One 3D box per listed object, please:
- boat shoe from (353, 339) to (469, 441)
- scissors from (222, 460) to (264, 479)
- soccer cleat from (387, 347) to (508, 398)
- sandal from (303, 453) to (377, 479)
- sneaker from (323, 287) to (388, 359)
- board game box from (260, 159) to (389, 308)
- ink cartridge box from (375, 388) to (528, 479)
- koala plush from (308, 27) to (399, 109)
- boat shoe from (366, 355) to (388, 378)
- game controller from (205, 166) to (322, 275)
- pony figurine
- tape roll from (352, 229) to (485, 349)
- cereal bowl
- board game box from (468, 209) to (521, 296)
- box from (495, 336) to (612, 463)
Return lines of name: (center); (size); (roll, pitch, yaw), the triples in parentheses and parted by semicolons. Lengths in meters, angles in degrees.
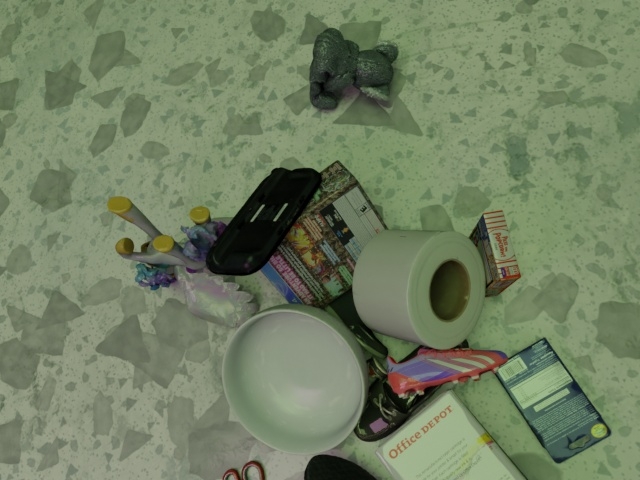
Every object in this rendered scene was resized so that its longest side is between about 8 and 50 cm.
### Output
boat shoe: (0.194, 0.322, 1.130); (0.335, 0.095, 0.112); (-43, 69, 0)
scissors: (-0.126, 0.656, 1.164); (0.109, 0.021, 0.297); (-35, 70, 0)
soccer cleat: (0.258, 0.256, 1.047); (0.248, 0.083, 0.095); (-20, 66, 12)
sandal: (0.134, 0.623, 1.024); (0.445, 0.167, 0.107); (35, 117, 14)
sneaker: (0.101, 0.174, 1.205); (0.118, 0.083, 0.222); (-46, 68, -2)
board game box: (0.000, 0.000, 1.186); (0.291, 0.232, 0.141); (-35, 30, 2)
ink cartridge box: (0.278, 0.466, 1.013); (0.198, 0.197, 0.270); (-40, 69, 2)
koala plush: (0.093, -0.457, 1.344); (0.221, 0.203, 0.196); (14, 79, 6)
boat shoe: (0.121, 0.292, 1.139); (0.043, 0.137, 0.049); (-40, 87, -5)
game controller: (-0.120, -0.049, 1.102); (0.166, 0.067, 0.319); (8, 51, 32)
pony figurine: (-0.321, 0.033, 1.252); (0.350, 0.363, 0.303); (6, 67, 1)
tape roll: (0.214, 0.098, 1.085); (0.169, 0.246, 0.246); (5, 72, 54)
cereal bowl: (-0.047, 0.299, 1.150); (0.338, 0.141, 0.339); (3, 101, 16)
board game box: (0.375, 0.036, 1.111); (0.045, 0.193, 0.147); (-9, 73, 2)
box: (0.490, 0.340, 1.079); (0.136, 0.036, 0.225); (-32, 68, 5)
